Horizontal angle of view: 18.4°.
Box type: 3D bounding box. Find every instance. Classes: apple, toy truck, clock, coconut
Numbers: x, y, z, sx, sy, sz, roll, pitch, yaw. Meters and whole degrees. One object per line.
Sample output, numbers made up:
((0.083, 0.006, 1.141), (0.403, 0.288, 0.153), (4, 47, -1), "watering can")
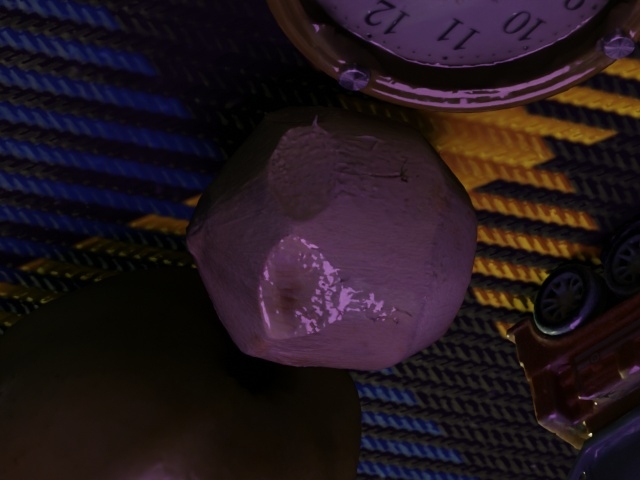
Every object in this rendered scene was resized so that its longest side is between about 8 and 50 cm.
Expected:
((-0.113, 0.151, 1.296), (0.279, 0.279, 0.279), (-2, 138, -2), "apple")
((0.292, 0.057, 1.251), (0.338, 0.184, 0.133), (-35, 131, 29), "toy truck")
((0.081, -0.170, 1.081), (0.237, 0.057, 0.237), (-1, 136, -1), "clock")
((0.000, -0.003, 1.182), (0.162, 0.161, 0.161), (14, 135, -18), "coconut")
